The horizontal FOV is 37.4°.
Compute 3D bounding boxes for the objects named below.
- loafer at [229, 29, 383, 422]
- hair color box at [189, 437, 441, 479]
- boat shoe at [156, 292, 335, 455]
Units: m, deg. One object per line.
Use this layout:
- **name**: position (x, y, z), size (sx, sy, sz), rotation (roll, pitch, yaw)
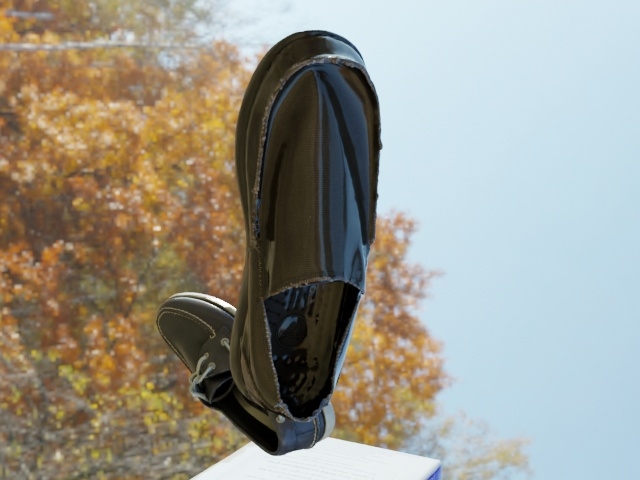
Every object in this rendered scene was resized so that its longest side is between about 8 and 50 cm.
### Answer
- **loafer**: position (0.000, 0.000, 0.509), size (0.078, 0.080, 0.220), rotation (-139, -131, -63)
- **hair color box**: position (-0.043, 0.266, 0.774), size (0.185, 0.339, 0.110), rotation (6, -81, 27)
- **boat shoe**: position (-0.082, 0.114, 0.824), size (0.206, 0.065, 0.075), rotation (34, -54, 28)
